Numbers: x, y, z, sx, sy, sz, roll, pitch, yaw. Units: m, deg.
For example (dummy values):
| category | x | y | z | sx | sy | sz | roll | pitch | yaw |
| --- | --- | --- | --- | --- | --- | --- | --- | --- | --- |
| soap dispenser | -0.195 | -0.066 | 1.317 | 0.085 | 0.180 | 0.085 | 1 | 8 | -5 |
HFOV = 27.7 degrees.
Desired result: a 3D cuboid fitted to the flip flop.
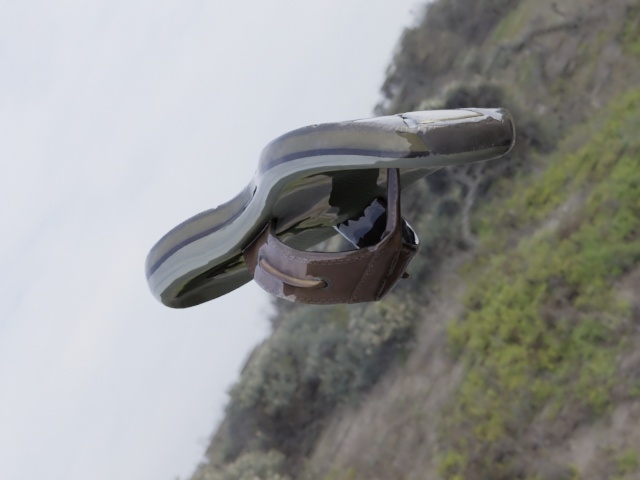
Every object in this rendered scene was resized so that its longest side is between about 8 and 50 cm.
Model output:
| category | x | y | z | sx | sy | sz | roll | pitch | yaw |
| --- | --- | --- | --- | --- | --- | --- | --- | --- | --- |
| flip flop | 0.000 | 0.000 | 0.646 | 0.112 | 0.080 | 0.277 | -8 | -13 | -38 |
